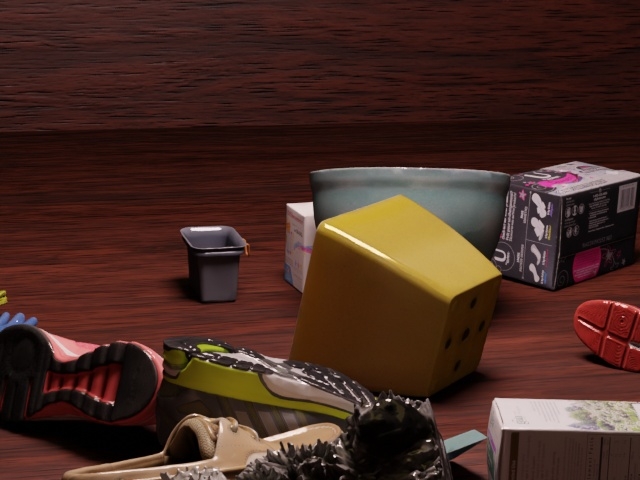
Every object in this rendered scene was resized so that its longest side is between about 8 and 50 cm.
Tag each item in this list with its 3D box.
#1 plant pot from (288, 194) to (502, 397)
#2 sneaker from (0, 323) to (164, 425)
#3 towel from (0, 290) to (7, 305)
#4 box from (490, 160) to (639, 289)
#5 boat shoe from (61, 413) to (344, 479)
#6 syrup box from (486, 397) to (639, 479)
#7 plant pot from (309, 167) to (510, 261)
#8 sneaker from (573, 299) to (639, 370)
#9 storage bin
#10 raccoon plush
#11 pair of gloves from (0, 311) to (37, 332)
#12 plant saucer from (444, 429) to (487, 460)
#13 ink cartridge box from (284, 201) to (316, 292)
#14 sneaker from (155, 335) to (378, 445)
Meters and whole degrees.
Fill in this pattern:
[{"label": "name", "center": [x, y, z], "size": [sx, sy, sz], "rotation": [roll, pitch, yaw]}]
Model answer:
[{"label": "plant pot", "center": [0.109, 0.086, 1.896], "size": [0.187, 0.212, 0.212], "rotation": [24, 24, 27]}, {"label": "sneaker", "center": [-0.270, 0.177, 1.735], "size": [0.314, 0.116, 0.136], "rotation": [5, -14, 38]}, {"label": "towel", "center": [-0.578, 0.085, 2.130], "size": [0.237, 0.021, 0.102], "rotation": [2, 9, 24]}, {"label": "box", "center": [0.398, -0.032, 2.415], "size": [0.142, 0.163, 0.247], "rotation": [16, 20, 40]}, {"label": "boat shoe", "center": [-0.098, 0.224, 1.441], "size": [0.122, 0.110, 0.341], "rotation": [-7, 6, 46]}, {"label": "syrup box", "center": [0.297, 0.226, 1.542], "size": [0.237, 0.096, 0.093], "rotation": [1, 13, 0]}, {"label": "plant pot", "center": [0.129, 0.001, 2.138], "size": [0.293, 0.196, 0.293], "rotation": [0, -2, 0]}, {"label": "sneaker", "center": [0.459, 0.133, 1.989], "size": [0.221, 0.087, 0.128], "rotation": [21, 13, 23]}, {"label": "storage bin", "center": [-0.159, 0.037, 2.254], "size": [0.098, 0.091, 0.135], "rotation": [-3, 16, -15]}, {"label": "raccoon plush", "center": [-0.023, 0.283, 1.295], "size": [0.299, 0.216, 0.446], "rotation": [-13, -17, 4]}, {"label": "pair of gloves", "center": [-0.496, 0.123, 2.030], "size": [0.198, 0.023, 0.159], "rotation": [8, 16, 21]}, {"label": "plant saucer", "center": [0.093, 0.239, 1.561], "size": [0.192, 0.018, 0.067], "rotation": [-14, -19, -43]}, {"label": "ink cartridge box", "center": [0.000, 0.000, 2.302], "size": [0.090, 0.143, 0.092], "rotation": [-4, 15, -20]}, {"label": "sneaker", "center": [-0.046, 0.196, 1.622], "size": [0.300, 0.121, 0.111], "rotation": [18, 11, -13]}]
